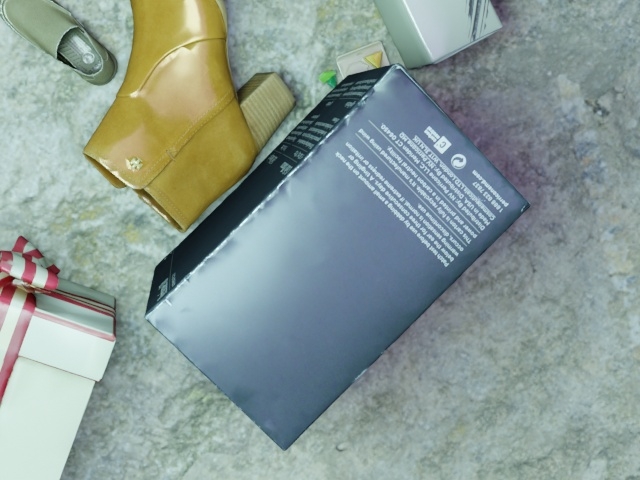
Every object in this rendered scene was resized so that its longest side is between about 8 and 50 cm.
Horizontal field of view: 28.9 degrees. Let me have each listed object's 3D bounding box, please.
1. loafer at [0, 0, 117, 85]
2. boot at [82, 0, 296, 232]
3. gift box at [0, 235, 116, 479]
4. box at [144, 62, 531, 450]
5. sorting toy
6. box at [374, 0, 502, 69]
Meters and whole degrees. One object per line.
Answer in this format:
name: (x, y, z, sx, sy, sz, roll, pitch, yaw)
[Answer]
loafer: (-0.279, -0.222, 1.324, 0.148, 0.050, 0.056, 34, 88, -11)
boot: (-0.179, -0.169, 1.301, 0.211, 0.104, 0.295, -47, 107, -18)
gift box: (-0.357, 0.122, 1.237, 0.276, 0.255, 0.258, 21, 93, -16)
box: (0.000, 0.000, 1.232, 0.312, 0.343, 0.179, -44, 98, 1)
sorting toy: (0.041, -0.183, 1.397, 0.083, 0.012, 0.062, -22, 98, -7)
box: (0.086, -0.329, 1.345, 0.094, 0.113, 0.275, -28, 100, -7)
